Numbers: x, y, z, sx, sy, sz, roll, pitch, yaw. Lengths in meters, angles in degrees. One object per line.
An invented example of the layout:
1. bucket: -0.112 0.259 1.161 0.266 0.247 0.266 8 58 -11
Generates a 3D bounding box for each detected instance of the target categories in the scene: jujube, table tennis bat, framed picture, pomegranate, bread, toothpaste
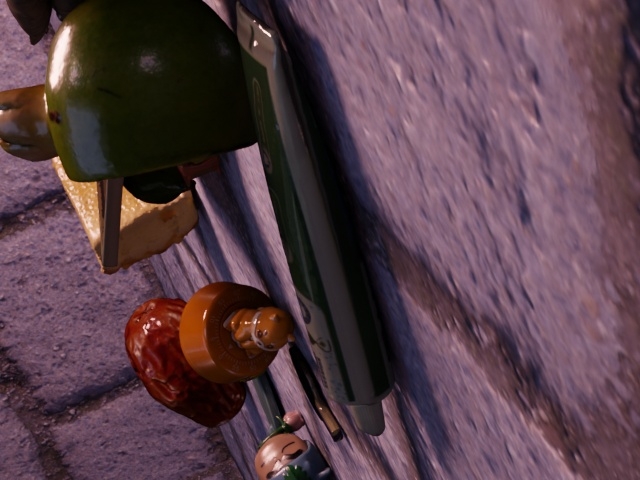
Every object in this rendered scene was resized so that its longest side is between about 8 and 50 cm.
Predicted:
1. jujube: -0.266 0.241 2.525 0.290 0.197 0.197 53 174 -22
2. table tennis bat: -0.007 0.196 1.603 0.158 0.014 0.095 -125 16 -51
3. table tennis bat: -0.081 0.298 2.137 0.153 0.040 0.244 153 96 -80
4. framed picture: -0.269 -0.150 1.626 0.335 0.022 0.247 -114 29 -62
5. pomegranate: -0.170 -0.142 1.124 0.240 0.190 0.159 -4 103 48
6. bread: -0.312 -0.095 1.995 0.275 0.184 0.114 57 173 37
7. toothpaste: 0.000 0.000 1.012 0.099 0.061 0.392 -131 23 -58

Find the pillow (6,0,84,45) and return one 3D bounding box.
1. pillow: -0.227 -0.331 1.063 0.326 0.101 0.228 111 158 -75

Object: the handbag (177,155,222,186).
1. handbag: -0.175 -0.169 1.496 0.127 0.062 0.190 79 167 -51

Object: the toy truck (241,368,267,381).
1. toy truck: -0.122 0.186 2.048 0.054 0.049 0.083 86 158 -65

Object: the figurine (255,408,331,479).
1. figurine: -0.048 0.332 1.887 0.178 0.114 0.145 79 167 -82

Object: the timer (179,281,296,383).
1. timer: -0.085 0.111 1.582 0.152 0.132 0.132 -10 105 56

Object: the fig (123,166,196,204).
1. fig: -0.210 -0.099 1.677 0.117 0.117 0.177 69 168 -21
